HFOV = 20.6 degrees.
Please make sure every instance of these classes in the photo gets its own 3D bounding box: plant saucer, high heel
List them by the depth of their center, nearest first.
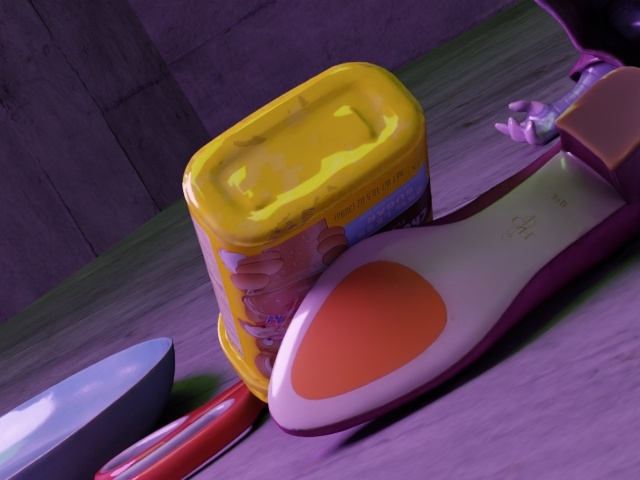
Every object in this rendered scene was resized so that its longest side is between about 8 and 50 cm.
[{"bbox_3d":[0.080,0.018,0.860,0.244,0.082,0.117,-46,-24,-6],"label":"high heel"},{"bbox_3d":[-0.223,0.165,1.156,0.317,0.044,0.317,-30,7,4],"label":"plant saucer"}]

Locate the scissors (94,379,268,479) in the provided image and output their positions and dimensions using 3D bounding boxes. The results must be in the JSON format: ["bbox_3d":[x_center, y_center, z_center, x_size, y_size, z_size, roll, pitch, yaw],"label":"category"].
[{"bbox_3d":[-0.009,0.070,1.017,0.297,0.021,0.109,-32,4,-18],"label":"scissors"}]

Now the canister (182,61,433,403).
[{"bbox_3d":[0.000,0.000,0.882,0.126,0.073,0.170,-33,-28,-12],"label":"canister"}]

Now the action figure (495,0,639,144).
[{"bbox_3d":[0.204,-0.232,1.299,0.276,0.248,0.370,-29,10,8],"label":"action figure"}]
